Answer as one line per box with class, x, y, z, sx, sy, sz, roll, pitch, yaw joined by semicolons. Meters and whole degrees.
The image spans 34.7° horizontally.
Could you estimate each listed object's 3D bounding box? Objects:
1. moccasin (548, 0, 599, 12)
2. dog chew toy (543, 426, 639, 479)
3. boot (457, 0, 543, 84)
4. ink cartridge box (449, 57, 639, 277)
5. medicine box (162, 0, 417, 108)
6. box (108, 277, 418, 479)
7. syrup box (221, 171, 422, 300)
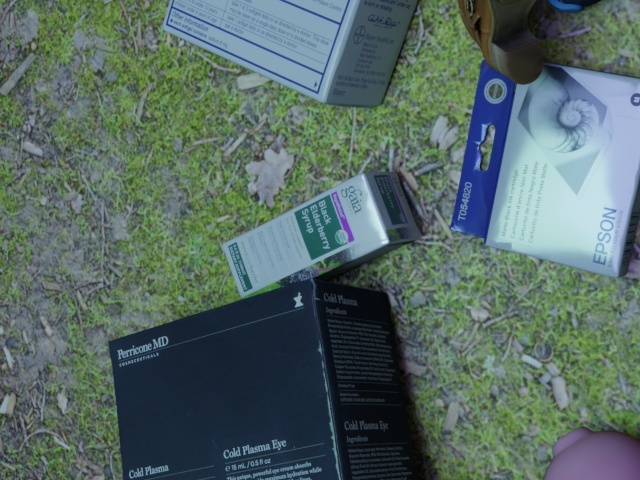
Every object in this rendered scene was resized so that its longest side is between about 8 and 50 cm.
moccasin;0.252;-0.423;1.115;0.116;0.137;0.342;-20;98;27
dog chew toy;0.355;0.346;1.073;0.206;0.206;0.332;-44;64;26
boot;0.189;-0.279;1.116;0.073;0.152;0.197;-10;121;-8
ink cartridge box;0.260;-0.090;1.171;0.224;0.045;0.223;15;102;30
medicine box;-0.017;-0.343;1.256;0.263;0.149;0.289;28;108;26
box;-0.074;0.245;1.292;0.343;0.179;0.313;-18;73;31
syrup box;0.000;0.000;1.307;0.236;0.096;0.093;-26;81;31
